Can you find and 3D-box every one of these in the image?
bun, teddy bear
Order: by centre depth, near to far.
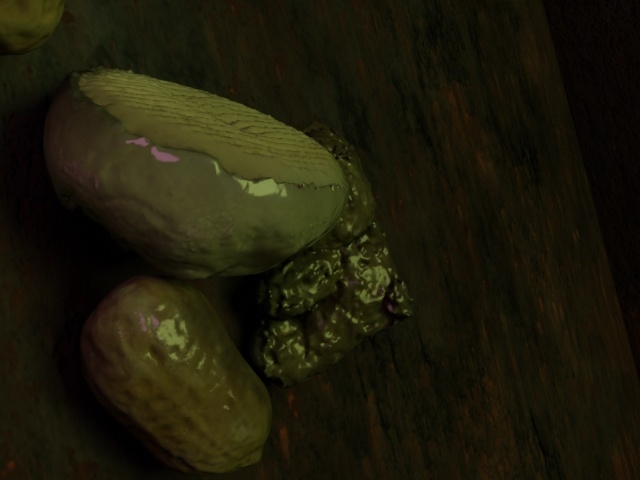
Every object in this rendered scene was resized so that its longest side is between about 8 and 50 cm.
[{"bbox_3d":[-0.114,-0.050,0.902,0.287,0.287,0.146,-12,128,-61],"label":"bun"},{"bbox_3d":[0.000,0.000,1.129,0.267,0.156,0.256,-45,115,-55],"label":"teddy bear"}]

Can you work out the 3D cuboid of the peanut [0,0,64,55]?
[{"bbox_3d":[-0.299,-0.213,0.738,0.305,0.147,0.147,-14,90,-65],"label":"peanut"}]

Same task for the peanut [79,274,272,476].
[{"bbox_3d":[-0.123,0.123,0.890,0.224,0.129,0.129,61,33,-29],"label":"peanut"}]
